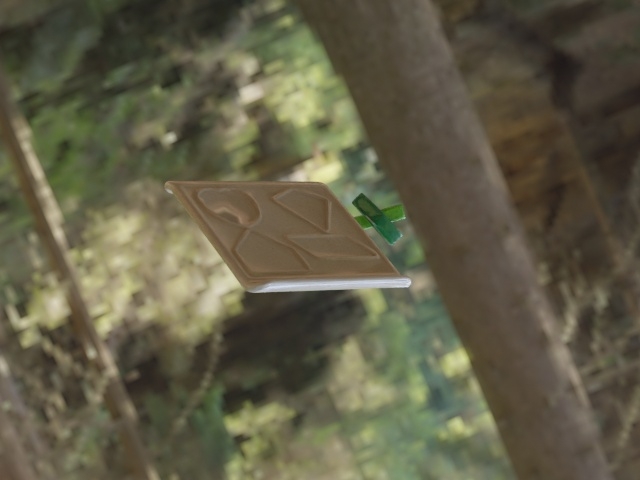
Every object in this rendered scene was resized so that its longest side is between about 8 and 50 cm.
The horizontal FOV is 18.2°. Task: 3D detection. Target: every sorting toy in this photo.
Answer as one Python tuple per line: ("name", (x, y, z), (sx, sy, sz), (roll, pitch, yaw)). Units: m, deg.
("sorting toy", (0.000, 0.000, 0.605), (0.083, 0.012, 0.062), (-1, -148, -35))
